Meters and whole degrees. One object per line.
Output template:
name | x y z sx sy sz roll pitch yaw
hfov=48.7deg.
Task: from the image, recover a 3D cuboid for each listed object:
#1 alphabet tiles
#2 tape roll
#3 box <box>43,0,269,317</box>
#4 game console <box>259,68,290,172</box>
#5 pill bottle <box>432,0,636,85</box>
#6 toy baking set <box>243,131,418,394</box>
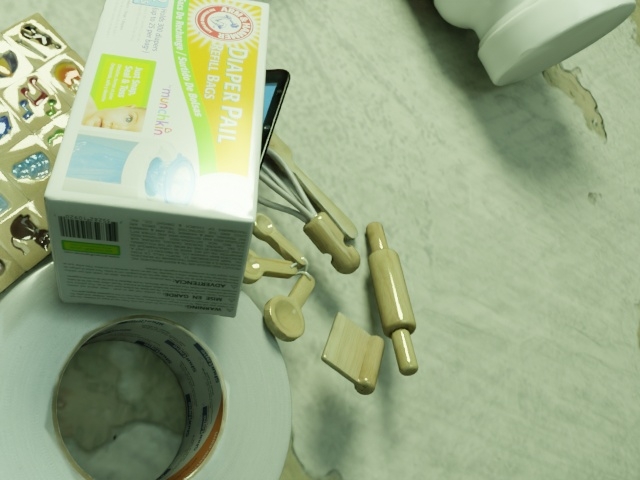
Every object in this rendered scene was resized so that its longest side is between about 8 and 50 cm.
alphabet tiles | -0.255 -0.072 0.516 0.198 0.009 0.237 48 53 -8
tape roll | -0.131 0.115 0.482 0.219 0.072 0.219 12 65 -28
box | -0.098 -0.065 0.467 0.114 0.103 0.203 6 52 -10
game console | -0.109 -0.108 0.572 0.124 0.085 0.144 35 52 -29
pill bottle | 0.195 -0.379 0.812 0.210 0.210 0.363 -22 84 -37
toy baking set | 0.005 0.004 0.605 0.197 0.030 0.256 30 38 -34
